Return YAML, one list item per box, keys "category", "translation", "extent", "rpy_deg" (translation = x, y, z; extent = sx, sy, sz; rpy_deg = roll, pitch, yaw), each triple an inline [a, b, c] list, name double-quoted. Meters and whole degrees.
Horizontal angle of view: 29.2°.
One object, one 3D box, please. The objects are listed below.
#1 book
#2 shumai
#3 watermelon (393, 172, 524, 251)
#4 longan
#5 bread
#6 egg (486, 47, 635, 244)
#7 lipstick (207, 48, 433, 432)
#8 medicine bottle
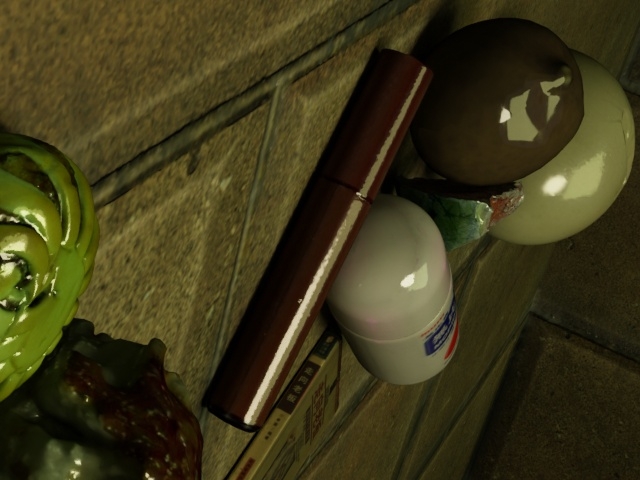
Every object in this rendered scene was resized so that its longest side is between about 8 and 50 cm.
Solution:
- category: "book"
  translation: [-0.041, 0.226, 1.347]
  extent: [0.231, 0.026, 0.161]
  rpy_deg: [-55, 161, -33]
- category: "shumai"
  translation: [-0.120, 0.131, 0.684]
  extent: [0.184, 0.142, 0.184]
  rpy_deg: [15, 90, -87]
- category: "watermelon"
  translation: [0.155, -0.030, 1.286]
  extent: [0.187, 0.139, 0.071]
  rpy_deg: [-151, -124, -68]
- category: "longan"
  translation: [0.173, -0.138, 1.233]
  extent: [0.189, 0.189, 0.189]
  rpy_deg: [-56, 162, -29]
- category: "bread"
  translation: [-0.157, 0.019, 0.588]
  extent: [0.139, 0.071, 0.130]
  rpy_deg: [-61, 168, -13]
- category: "egg"
  translation: [0.256, -0.113, 1.441]
  extent: [0.269, 0.219, 0.219]
  rpy_deg: [-68, 171, -45]
- category: "lipstick"
  translation: [0.000, 0.000, 1.085]
  extent: [0.357, 0.057, 0.057]
  rpy_deg: [-64, 164, -3]
- category: "medicine bottle"
  translation: [0.072, 0.053, 1.264]
  extent: [0.130, 0.130, 0.341]
  rpy_deg: [-61, 163, -13]
